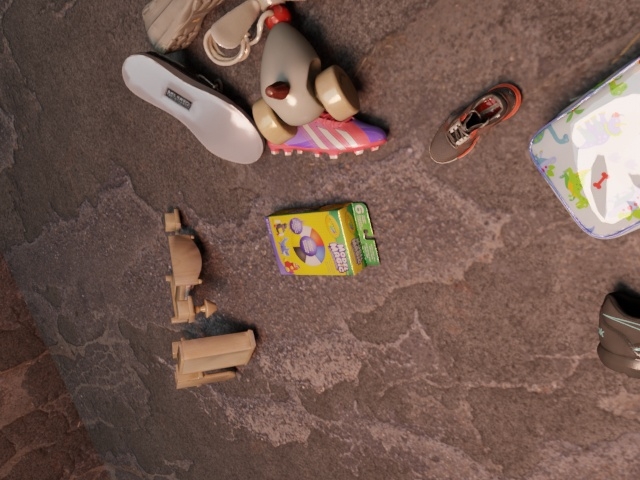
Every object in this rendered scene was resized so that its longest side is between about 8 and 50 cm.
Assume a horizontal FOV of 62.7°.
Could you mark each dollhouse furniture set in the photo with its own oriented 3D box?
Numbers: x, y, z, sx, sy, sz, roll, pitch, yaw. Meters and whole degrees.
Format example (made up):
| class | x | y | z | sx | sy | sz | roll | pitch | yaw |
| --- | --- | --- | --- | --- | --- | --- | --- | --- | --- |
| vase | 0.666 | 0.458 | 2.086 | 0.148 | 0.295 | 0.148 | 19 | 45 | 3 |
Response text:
| class | x | y | z | sx | sy | sz | roll | pitch | yaw |
| --- | --- | --- | --- | --- | --- | --- | --- | --- | --- |
| dollhouse furniture set | -0.293 | 0.148 | 1.335 | 0.303 | 0.173 | 0.356 | 116 | 144 | -52 |

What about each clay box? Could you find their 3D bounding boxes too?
| class | x | y | z | sx | sy | sz | roll | pitch | yaw |
| --- | --- | --- | --- | --- | --- | --- | --- | --- | --- |
| clay box | 0.000 | 0.000 | 1.007 | 0.222 | 0.053 | 0.128 | -3 | 108 | 42 |

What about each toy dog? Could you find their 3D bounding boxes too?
| class | x | y | z | sx | sy | sz | roll | pitch | yaw |
| --- | --- | --- | --- | --- | --- | --- | --- | --- | --- |
| toy dog | -0.078 | -0.308 | 0.816 | 0.220 | 0.161 | 0.334 | -43 | 75 | 18 |

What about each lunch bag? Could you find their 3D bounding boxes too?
| class | x | y | z | sx | sy | sz | roll | pitch | yaw |
| --- | --- | --- | --- | --- | --- | --- | --- | --- | --- |
| lunch bag | 0.377 | -0.112 | 0.613 | 0.176 | 0.090 | 0.219 | 56 | 134 | 6 |

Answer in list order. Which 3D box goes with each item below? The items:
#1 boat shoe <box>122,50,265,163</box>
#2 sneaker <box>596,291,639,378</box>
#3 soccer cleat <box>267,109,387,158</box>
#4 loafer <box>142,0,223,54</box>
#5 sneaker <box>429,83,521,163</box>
| class | x | y | z | sx | sy | sz | roll | pitch | yaw |
| --- | --- | --- | --- | --- | --- | --- | --- | --- | --- |
| boat shoe | -0.236 | -0.268 | 1.045 | 0.306 | 0.105 | 0.113 | 29 | 122 | -4 |
| sneaker | 0.475 | 0.121 | 0.633 | 0.267 | 0.101 | 0.106 | 0 | 107 | 40 |
| soccer cleat | 0.001 | -0.193 | 0.903 | 0.248 | 0.083 | 0.095 | 9 | 110 | 40 |
| loafer | -0.241 | -0.463 | 0.955 | 0.319 | 0.112 | 0.111 | -25 | 101 | 44 |
| sneaker | 0.206 | -0.164 | 0.749 | 0.061 | 0.065 | 0.158 | 53 | 133 | 7 |
